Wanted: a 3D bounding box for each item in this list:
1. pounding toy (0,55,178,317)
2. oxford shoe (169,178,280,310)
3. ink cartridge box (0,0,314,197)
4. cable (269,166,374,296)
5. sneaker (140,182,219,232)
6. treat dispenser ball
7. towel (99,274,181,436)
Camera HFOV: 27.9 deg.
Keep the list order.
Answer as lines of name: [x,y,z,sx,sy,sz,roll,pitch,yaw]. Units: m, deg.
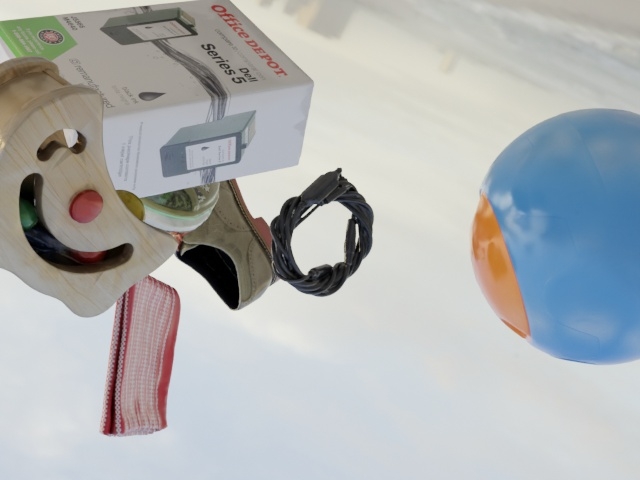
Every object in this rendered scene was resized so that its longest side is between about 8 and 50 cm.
pounding toy: [-0.241,-0.065,1.027,0.155,0.154,0.269,34,176,38]
oxford shoe: [-0.191,-0.048,1.963,0.348,0.123,0.130,49,-137,-8]
ink cartridge box: [-0.174,-0.150,1.340,0.273,0.114,0.198,-14,-136,-31]
cable: [0.000,0.000,1.727,0.047,0.184,0.150,8,133,41]
sneaker: [-0.228,-0.120,1.625,0.158,0.182,0.410,32,-167,21]
treat dispenser ball: [0.312,-0.004,1.447,0.288,0.288,0.288,25,-169,-5]
towel: [-0.215,0.141,1.578,0.031,0.198,0.275,5,173,4]
